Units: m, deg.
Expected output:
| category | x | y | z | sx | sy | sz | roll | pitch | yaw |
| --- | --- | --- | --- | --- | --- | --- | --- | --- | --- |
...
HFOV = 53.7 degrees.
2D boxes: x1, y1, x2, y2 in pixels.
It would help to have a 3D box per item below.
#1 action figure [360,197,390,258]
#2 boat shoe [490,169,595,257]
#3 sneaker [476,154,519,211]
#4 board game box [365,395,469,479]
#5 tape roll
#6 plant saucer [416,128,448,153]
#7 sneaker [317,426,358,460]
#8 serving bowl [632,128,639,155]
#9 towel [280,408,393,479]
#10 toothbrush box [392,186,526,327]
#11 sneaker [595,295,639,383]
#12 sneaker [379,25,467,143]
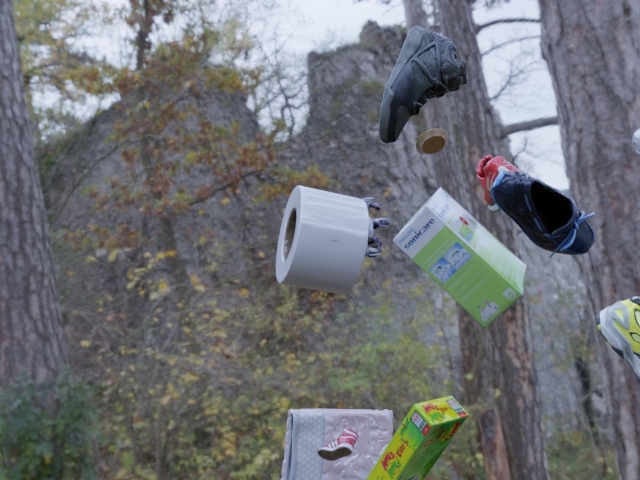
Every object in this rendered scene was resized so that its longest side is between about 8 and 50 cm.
| category | x | y | z | sx | sy | sz | roll | pitch | yaw |
| --- | --- | --- | --- | --- | --- | --- | --- | --- | --- |
| action figure | 0.150 | -0.037 | 1.963 | 0.099 | 0.186 | 0.285 | 4 | -3 | 13 |
| boat shoe | 0.399 | -0.033 | 1.092 | 0.258 | 0.109 | 0.089 | 22 | -2 | -31 |
| sneaker | 0.424 | -0.148 | 1.503 | 0.107 | 0.118 | 0.279 | -40 | -8 | 4 |
| board game box | 0.143 | 0.323 | 0.969 | 0.092 | 0.043 | 0.181 | 2 | -57 | -44 |
| tape roll | 0.000 | 0.000 | 1.555 | 0.169 | 0.246 | 0.246 | 11 | -9 | -14 |
| plant saucer | 0.281 | -0.243 | 1.580 | 0.083 | 0.015 | 0.083 | -8 | -39 | -7 |
| sneaker | 0.045 | 0.497 | 1.548 | 0.118 | 0.042 | 0.067 | -28 | 19 | 41 |
| serving bowl | 0.837 | -0.248 | 1.648 | 0.027 | 0.083 | 0.083 | -25 | -5 | 10 |
| towel | 0.048 | 0.619 | 1.693 | 0.316 | 0.332 | 0.053 | 8 | -8 | -22 |
| toothbrush box | 0.326 | 0.032 | 1.456 | 0.122 | 0.283 | 0.206 | -50 | -5 | 25 |
| sneaker | 0.950 | 0.330 | 1.767 | 0.147 | 0.385 | 0.145 | -46 | -14 | 32 |
| sneaker | 0.192 | -0.277 | 1.172 | 0.130 | 0.228 | 0.087 | 22 | -7 | 16 |
